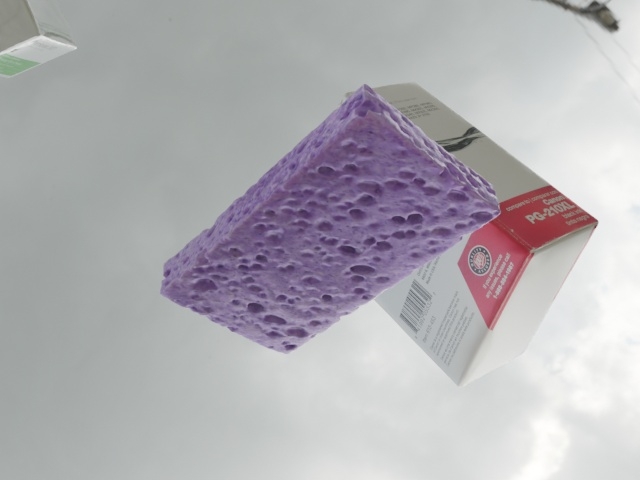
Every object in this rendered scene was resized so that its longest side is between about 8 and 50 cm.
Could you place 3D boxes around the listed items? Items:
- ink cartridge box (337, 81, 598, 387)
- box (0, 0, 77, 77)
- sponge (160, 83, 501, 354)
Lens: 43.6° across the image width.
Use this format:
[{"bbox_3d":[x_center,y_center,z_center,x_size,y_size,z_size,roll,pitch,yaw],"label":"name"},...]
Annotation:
[{"bbox_3d":[0.107,-0.013,0.745,0.100,0.172,0.237,-19,-129,-36],"label":"ink cartridge box"},{"bbox_3d":[-0.313,-0.225,0.790,0.087,0.101,0.102,-23,-86,6],"label":"box"},{"bbox_3d":[0.000,0.000,0.522,0.117,0.210,0.031,31,-141,-29],"label":"sponge"}]
